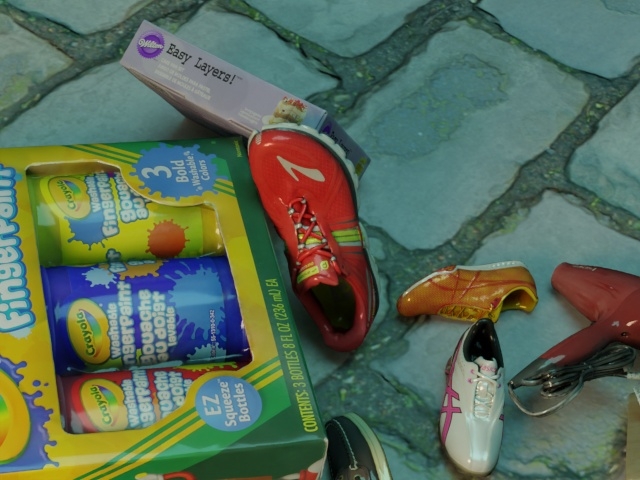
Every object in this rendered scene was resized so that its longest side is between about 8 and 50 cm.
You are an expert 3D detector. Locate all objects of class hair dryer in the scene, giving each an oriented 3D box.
[{"bbox_3d":[0.314,0.098,1.734,0.224,0.080,0.293,3,25,-2],"label":"hair dryer"}]

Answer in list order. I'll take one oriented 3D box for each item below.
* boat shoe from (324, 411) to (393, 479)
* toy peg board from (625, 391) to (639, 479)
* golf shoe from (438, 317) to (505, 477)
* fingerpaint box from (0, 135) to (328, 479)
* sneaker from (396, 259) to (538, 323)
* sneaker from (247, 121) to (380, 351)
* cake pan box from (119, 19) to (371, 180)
[{"bbox_3d":[0.035,0.269,1.555,0.073,0.080,0.223,-4,51,-21],"label":"boat shoe"},{"bbox_3d":[0.413,0.229,1.652,0.161,0.079,0.160,-8,26,17],"label":"toy peg board"},{"bbox_3d":[0.165,0.168,1.676,0.068,0.086,0.186,7,46,-4],"label":"golf shoe"},{"bbox_3d":[-0.226,0.096,1.618,0.371,0.163,0.444,-3,46,-14],"label":"fingerpaint box"},{"bbox_3d":[0.173,0.066,1.796,0.175,0.064,0.067,-10,58,-15],"label":"sneaker"},{"bbox_3d":[0.000,0.000,1.680,0.107,0.279,0.118,-16,28,17],"label":"sneaker"},{"bbox_3d":[-0.088,-0.152,1.846,0.267,0.246,0.070,28,85,18],"label":"cake pan box"}]
